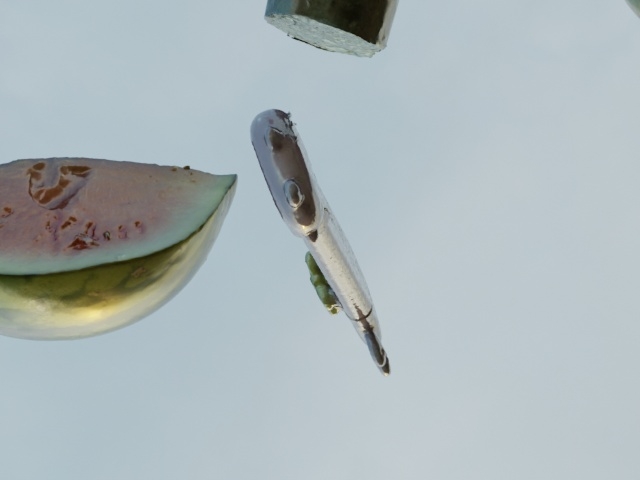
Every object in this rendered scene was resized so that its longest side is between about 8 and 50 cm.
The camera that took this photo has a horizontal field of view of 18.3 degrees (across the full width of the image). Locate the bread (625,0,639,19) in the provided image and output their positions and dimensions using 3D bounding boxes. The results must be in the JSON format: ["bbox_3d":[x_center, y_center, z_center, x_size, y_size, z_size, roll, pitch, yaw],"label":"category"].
[{"bbox_3d":[0.347,-0.260,1.528,0.211,0.316,0.270,6,-70,-37],"label":"bread"}]

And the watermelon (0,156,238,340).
[{"bbox_3d":[-0.220,0.026,1.653,0.304,0.159,0.128,-1,-52,-1],"label":"watermelon"}]

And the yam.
[{"bbox_3d":[0.033,-0.266,1.438,0.106,0.106,0.259,12,-87,-37],"label":"yam"}]

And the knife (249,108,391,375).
[{"bbox_3d":[-0.001,0.000,1.403,0.038,0.132,0.398,-23,-20,1],"label":"knife"}]
